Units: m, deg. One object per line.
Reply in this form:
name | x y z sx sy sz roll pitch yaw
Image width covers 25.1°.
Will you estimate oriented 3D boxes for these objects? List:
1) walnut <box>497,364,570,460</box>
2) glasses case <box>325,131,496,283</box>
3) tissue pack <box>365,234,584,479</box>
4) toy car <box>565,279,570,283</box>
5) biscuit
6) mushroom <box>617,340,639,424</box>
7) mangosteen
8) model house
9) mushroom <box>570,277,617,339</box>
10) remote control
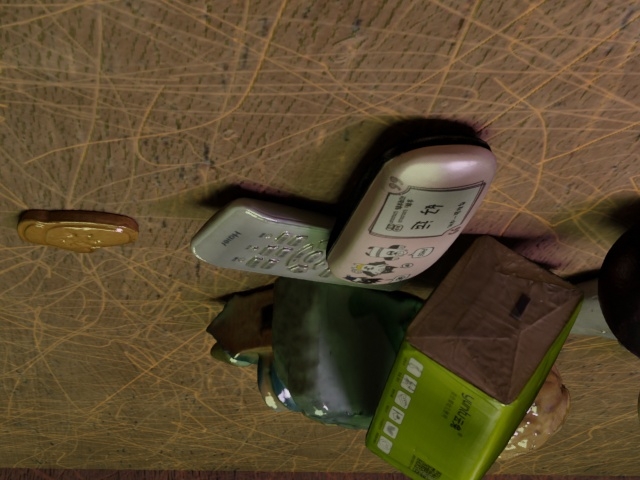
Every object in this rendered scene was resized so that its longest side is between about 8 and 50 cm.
walnut | 0.259 0.243 2.210 0.245 0.198 0.198 -7 161 13
glasses case | 0.089 -0.028 1.515 0.122 0.075 0.314 -4 157 -17
tissue pack | 0.185 0.163 1.774 0.167 0.200 0.274 32 146 11
toy car | 0.253 0.079 1.883 0.080 0.070 0.171 11 158 -30
biscuit | -0.284 -0.007 1.689 0.140 0.023 0.118 0 162 -2
mushroom | 0.557 0.204 2.011 0.336 0.314 0.314 37 144 -29
mangosteen | 0.418 0.052 1.660 0.194 0.194 0.230 -3 -172 9
model house | -0.039 0.177 2.007 0.325 0.194 0.267 -11 159 40
mushroom | 0.400 0.087 1.886 0.270 0.103 0.118 2 158 29
remote control | 0.000 0.000 1.672 0.313 0.055 0.109 10 144 -38
